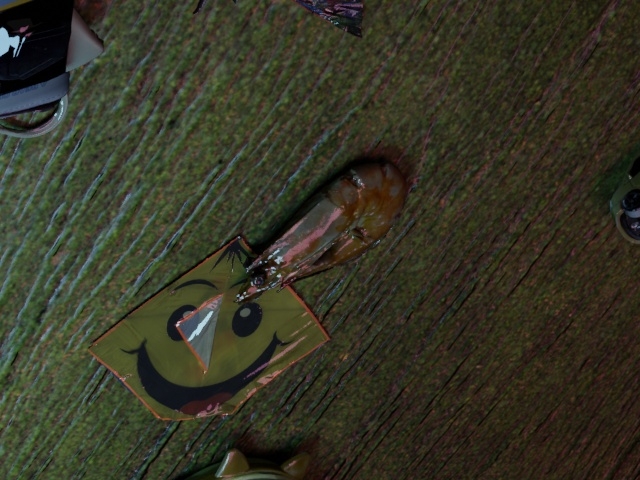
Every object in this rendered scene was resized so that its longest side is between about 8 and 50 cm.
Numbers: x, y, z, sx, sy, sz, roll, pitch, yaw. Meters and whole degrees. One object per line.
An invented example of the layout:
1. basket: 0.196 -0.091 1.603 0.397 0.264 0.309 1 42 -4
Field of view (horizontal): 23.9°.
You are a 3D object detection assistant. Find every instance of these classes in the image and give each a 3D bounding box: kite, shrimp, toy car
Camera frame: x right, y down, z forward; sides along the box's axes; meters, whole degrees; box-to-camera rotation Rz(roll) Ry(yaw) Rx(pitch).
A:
1. kite: -0.146 0.129 2.148 0.377 0.013 0.327 -3 125 -25
2. kite: 0.022 -0.345 1.874 0.189 0.009 0.232 -18 131 -14
3. shrimp: 0.000 0.001 2.096 0.294 0.062 0.154 -34 139 -2
4. toy car: 0.540 -0.107 2.254 0.256 0.124 0.101 -34 133 12

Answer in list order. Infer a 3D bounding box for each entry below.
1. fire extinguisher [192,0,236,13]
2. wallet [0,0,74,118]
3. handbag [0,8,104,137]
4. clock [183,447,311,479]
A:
1. fire extinguisher: -0.188 -0.337 1.739 0.252 0.075 0.106 12 146 -35
2. wallet: -0.334 -0.216 1.627 0.170 0.069 0.231 -22 147 -31
3. handbag: -0.378 -0.206 1.713 0.241 0.109 0.315 -32 136 -1
4. clock: -0.135 0.469 2.342 0.286 0.117 0.348 8 120 -32
